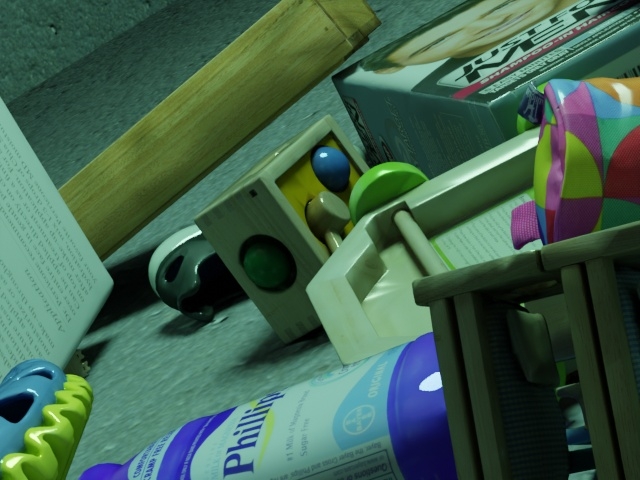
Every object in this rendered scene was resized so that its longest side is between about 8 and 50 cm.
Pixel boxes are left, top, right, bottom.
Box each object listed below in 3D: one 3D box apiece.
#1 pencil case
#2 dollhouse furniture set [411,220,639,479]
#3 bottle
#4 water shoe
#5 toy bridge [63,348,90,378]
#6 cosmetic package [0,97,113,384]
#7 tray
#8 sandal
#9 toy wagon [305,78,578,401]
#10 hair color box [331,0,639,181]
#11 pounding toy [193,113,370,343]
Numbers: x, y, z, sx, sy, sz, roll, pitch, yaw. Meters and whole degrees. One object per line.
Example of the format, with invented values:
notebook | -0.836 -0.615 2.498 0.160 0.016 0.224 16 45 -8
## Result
pencil case | 0.213 -0.036 0.944 0.236 0.104 0.104 -2 15 0
dollhouse furniture set | 0.151 0.070 0.857 0.129 0.129 0.183 -16 -13 32
bottle | -0.037 0.132 0.955 0.283 0.092 0.118 -21 16 20
water shoe | -0.036 -0.001 1.529 0.203 0.073 0.080 -34 37 -12
toy bridge | -0.243 0.102 1.579 0.063 0.026 0.188 -36 17 -35
cosmetic package | -0.321 0.066 1.368 0.161 0.230 0.453 -23 18 19
tray | -0.133 -0.072 1.680 0.411 0.076 0.203 -38 4 14
sandal | -0.225 0.142 1.109 0.317 0.138 0.126 -60 -6 -71
toy wagon | 0.162 -0.015 1.113 0.344 0.068 0.267 -26 25 -1
hair color box | 0.156 -0.108 1.436 0.185 0.113 0.374 -29 13 -10
pounding toy | 0.000 0.000 1.334 0.100 0.130 0.141 -31 8 37
